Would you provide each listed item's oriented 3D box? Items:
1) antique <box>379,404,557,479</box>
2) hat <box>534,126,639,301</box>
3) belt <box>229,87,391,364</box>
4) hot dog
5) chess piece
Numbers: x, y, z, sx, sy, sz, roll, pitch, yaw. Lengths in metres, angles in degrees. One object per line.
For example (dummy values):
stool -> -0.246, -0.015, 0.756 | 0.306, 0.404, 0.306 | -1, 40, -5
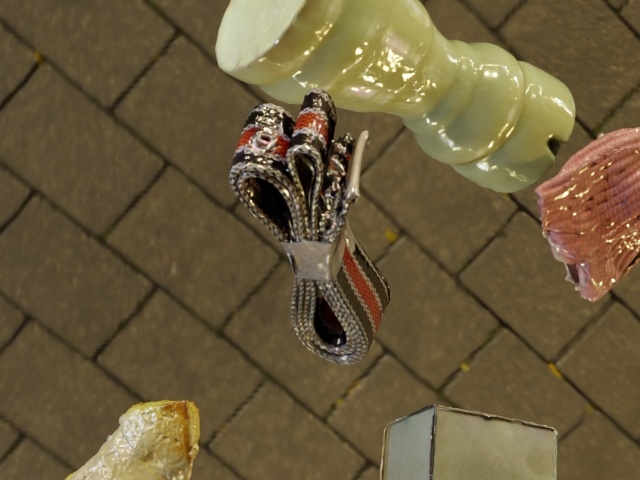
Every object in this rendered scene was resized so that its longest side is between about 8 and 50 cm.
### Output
antique -> 0.146, 0.263, 1.238 | 0.152, 0.148, 0.147 | 13, 69, -18
hat -> 0.422, -0.068, 1.611 | 0.286, 0.107, 0.237 | -39, 132, -3
belt -> 0.000, 0.000, 1.229 | 0.126, 0.094, 0.359 | 2, 142, 13
hot dog -> -0.149, 0.187, 0.940 | 0.078, 0.061, 0.169 | 43, 98, 0
chess piece -> 0.112, -0.217, 1.502 | 0.442, 0.234, 0.234 | 25, 101, -28
